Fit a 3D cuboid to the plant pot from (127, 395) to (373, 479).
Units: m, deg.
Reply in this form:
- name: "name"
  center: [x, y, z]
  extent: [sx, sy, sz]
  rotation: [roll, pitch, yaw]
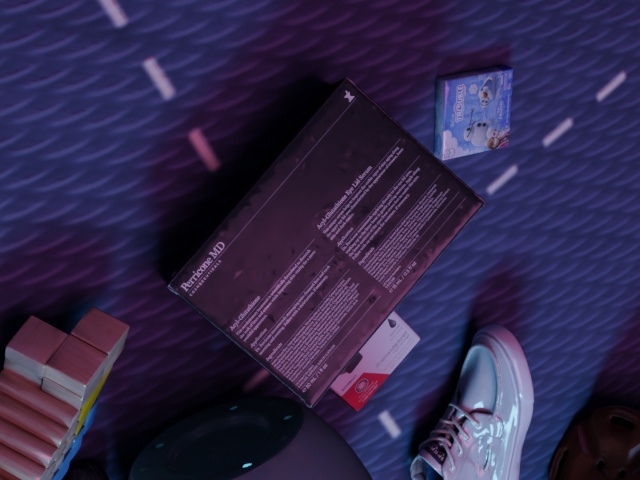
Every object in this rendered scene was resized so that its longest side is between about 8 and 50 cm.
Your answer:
- name: "plant pot"
  center: [-0.065, 0.298, 1.314]
  extent: [0.293, 0.293, 0.235]
  rotation: [-25, 108, -21]

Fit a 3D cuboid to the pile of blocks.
- name: "pile of blocks"
  center: [-0.310, 0.217, 1.239]
  extent: [0.112, 0.149, 0.362]
  rotation: [28, 84, 5]

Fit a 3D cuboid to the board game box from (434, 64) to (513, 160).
- name: "board game box"
  center: [0.165, -0.138, 1.418]
  extent: [0.090, 0.020, 0.090]
  rotation: [-13, 117, -26]

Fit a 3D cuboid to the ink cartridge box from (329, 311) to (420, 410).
- name: "ink cartridge box"
  center: [0.018, 0.094, 1.400]
  extent: [0.109, 0.063, 0.150]
  rotation: [-49, 128, -5]

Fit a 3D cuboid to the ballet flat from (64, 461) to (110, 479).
- name: "ballet flat"
  center: [-0.236, 0.306, 1.342]
  extent: [0.057, 0.049, 0.173]
  rotation: [-14, 117, -26]

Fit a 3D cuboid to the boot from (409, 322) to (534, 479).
- name: "boot"
  center: [0.171, 0.228, 1.535]
  extent: [0.123, 0.095, 0.258]
  rotation: [-20, 121, -32]

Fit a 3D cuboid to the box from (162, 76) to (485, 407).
- name: "box"
  center: [0.000, 0.000, 1.282]
  extent: [0.184, 0.103, 0.261]
  rotation: [42, 86, -11]

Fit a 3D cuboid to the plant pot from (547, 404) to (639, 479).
- name: "plant pot"
  center: [0.450, 0.338, 1.676]
  extent: [0.265, 0.272, 0.272]
  rotation: [22, 98, -29]
